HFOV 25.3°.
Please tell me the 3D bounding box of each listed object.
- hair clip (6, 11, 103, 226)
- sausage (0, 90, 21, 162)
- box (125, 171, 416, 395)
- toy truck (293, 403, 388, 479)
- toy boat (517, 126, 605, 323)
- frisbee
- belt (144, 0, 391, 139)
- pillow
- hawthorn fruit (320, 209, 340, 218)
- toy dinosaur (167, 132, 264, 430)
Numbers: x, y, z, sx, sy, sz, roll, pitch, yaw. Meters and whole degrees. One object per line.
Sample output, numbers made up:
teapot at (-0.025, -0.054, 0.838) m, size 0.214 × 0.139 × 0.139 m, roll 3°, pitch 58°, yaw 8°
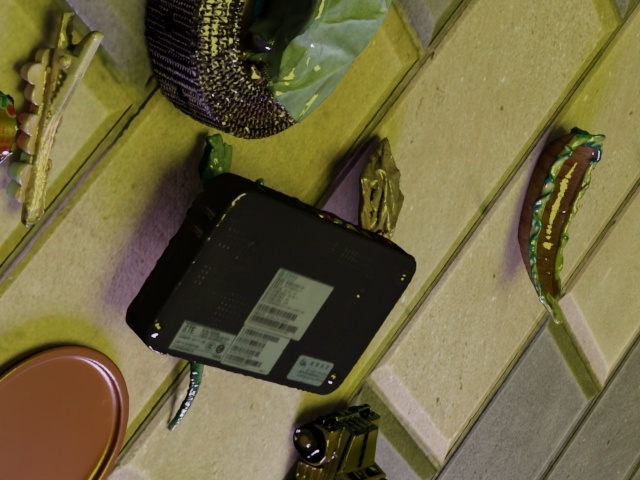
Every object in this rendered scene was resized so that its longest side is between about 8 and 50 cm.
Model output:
hair clip at (-0.267, -0.118, 1.372) m, size 0.062 × 0.056 × 0.214 m, roll -20°, pitch 136°, yaw -63°
sausage at (-0.421, -0.107, 1.171) m, size 0.372 × 0.082 × 0.082 m, roll 0°, pitch 112°, yaw -50°
box at (-0.046, 0.058, 1.625) m, size 0.350 × 0.058 × 0.211 m, roll 21°, pitch 107°, yaw -49°
toy truck at (0.022, 0.355, 1.950) m, size 0.127 × 0.127 × 0.257 m, roll -9°, pitch 115°, yaw -46°
toy boat at (0.351, -0.027, 2.138) m, size 0.108 × 0.099 × 0.292 m, roll 3°, pitch 102°, yaw -51°
frisbee at (-0.309, 0.227, 1.554) m, size 0.251 × 0.021 × 0.250 m, roll -28°, pitch 130°, yaw -38°
belt at (-0.045, -0.264, 1.490) m, size 0.260 × 0.122 × 0.324 m, roll 22°, pitch 95°, yaw -49°
pillow at (0.070, 0.001, 1.812) m, size 0.135 × 0.049 × 0.248 m, roll -64°, pitch 161°, yaw -60°
hawthorn fruit at (0.000, 0.000, 1.751) m, size 0.093 × 0.081 × 0.081 m, roll -60°, pitch 157°, yaw -59°
toy dinosaur at (-0.101, 0.052, 1.658) m, size 0.129 × 0.076 × 0.383 m, roll -15°, pitch 120°, yaw -37°
